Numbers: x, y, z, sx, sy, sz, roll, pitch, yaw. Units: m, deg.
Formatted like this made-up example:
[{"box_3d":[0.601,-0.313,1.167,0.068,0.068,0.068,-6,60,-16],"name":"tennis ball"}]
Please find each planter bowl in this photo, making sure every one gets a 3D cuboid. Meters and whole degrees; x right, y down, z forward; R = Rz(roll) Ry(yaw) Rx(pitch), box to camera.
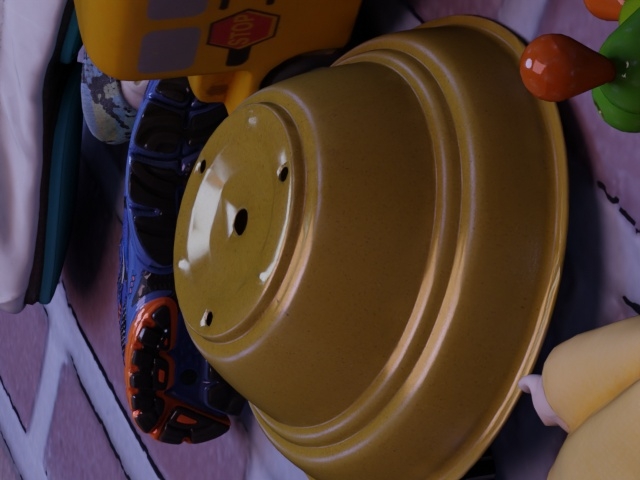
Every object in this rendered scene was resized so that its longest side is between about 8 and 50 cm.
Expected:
[{"box_3d":[0.000,0.000,0.781,0.217,0.090,0.217,-32,51,50],"name":"planter bowl"}]

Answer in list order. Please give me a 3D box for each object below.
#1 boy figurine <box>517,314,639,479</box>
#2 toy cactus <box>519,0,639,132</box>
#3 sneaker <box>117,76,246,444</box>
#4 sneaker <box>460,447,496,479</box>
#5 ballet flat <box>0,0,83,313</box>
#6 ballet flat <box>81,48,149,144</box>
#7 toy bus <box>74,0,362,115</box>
[{"box_3d":[0.114,0.103,0.621,0.285,0.092,0.177,120,142,-50],"name":"boy figurine"},{"box_3d":[0.120,-0.121,0.604,0.180,0.112,0.219,-66,27,23],"name":"toy cactus"},{"box_3d":[-0.075,-0.008,0.990,0.087,0.083,0.221,-135,53,-63],"name":"sneaker"},{"box_3d":[0.045,0.086,0.810,0.044,0.040,0.109,115,151,-47],"name":"sneaker"},{"box_3d":[-0.187,-0.127,1.111,0.139,0.139,0.400,58,141,44],"name":"ballet flat"},{"box_3d":[-0.086,-0.125,1.025,0.070,0.070,0.188,53,140,48],"name":"ballet flat"},{"box_3d":[-0.036,-0.160,0.783,0.333,0.130,0.108,110,148,-64],"name":"toy bus"}]
